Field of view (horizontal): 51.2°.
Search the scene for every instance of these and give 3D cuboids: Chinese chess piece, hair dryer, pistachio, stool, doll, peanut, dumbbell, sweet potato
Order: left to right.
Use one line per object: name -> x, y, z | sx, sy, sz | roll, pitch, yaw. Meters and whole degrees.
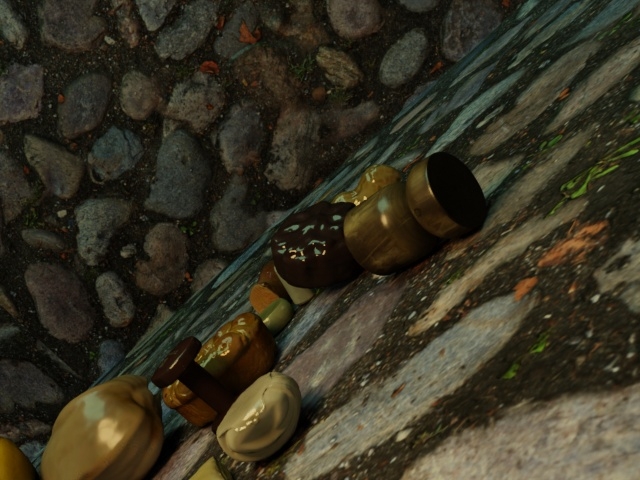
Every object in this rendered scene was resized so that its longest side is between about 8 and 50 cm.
doll -> -0.766, 0.684, 1.676 | 0.161, 0.422, 0.348 | -13, -17, -14
pistachio -> -0.569, 0.520, 1.757 | 0.446, 0.281, 0.365 | -28, 18, 48
dumbbell -> -0.255, 0.329, 1.497 | 0.140, 0.225, 0.124 | -32, 19, 53
Chinese chess piece -> -0.140, 0.231, 1.922 | 0.144, 0.058, 0.144 | -40, 10, 8
sweet potato -> -0.117, 0.106, 2.125 | 0.131, 0.131, 0.336 | -36, 14, 35
hair dryer -> -0.007, 0.087, 1.868 | 0.237, 0.131, 0.073 | -21, 18, 29
peanut -> 0.124, -0.107, 2.018 | 0.306, 0.147, 0.147 | -39, 11, 20
stool -> 0.198, -0.052, 1.442 | 0.264, 0.179, 0.179 | -33, 15, 43

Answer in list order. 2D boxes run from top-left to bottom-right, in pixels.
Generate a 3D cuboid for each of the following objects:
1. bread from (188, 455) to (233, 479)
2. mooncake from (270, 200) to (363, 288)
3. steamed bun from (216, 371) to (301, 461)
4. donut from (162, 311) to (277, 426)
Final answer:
bread -> -0.239, 0.495, 1.237 | 0.178, 0.060, 0.139 | -45, 11, -12
mooncake -> 0.000, 0.000, 1.787 | 0.283, 0.141, 0.283 | -14, 31, 8
steamed bun -> -0.105, 0.335, 1.256 | 0.183, 0.106, 0.183 | -43, 7, 7
donut -> -0.254, 0.326, 1.714 | 0.317, 0.150, 0.299 | -35, 13, 40
